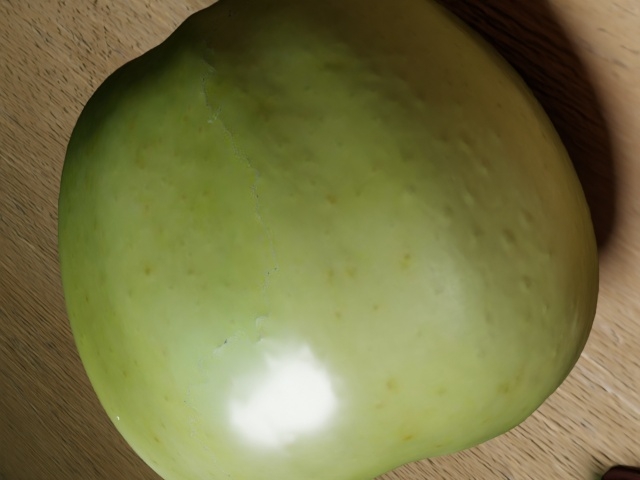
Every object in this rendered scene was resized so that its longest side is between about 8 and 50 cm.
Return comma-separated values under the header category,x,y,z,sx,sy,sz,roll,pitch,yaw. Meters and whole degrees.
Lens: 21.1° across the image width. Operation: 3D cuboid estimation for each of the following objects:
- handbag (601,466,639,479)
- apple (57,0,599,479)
category,x,y,z,sx,sy,sz,roll,pitch,yaw
handbag,0.312,0.298,1.266,0.260,0.084,0.275,59,156,-11
apple,0.000,0.000,1.129,0.357,0.357,0.357,42,154,26
